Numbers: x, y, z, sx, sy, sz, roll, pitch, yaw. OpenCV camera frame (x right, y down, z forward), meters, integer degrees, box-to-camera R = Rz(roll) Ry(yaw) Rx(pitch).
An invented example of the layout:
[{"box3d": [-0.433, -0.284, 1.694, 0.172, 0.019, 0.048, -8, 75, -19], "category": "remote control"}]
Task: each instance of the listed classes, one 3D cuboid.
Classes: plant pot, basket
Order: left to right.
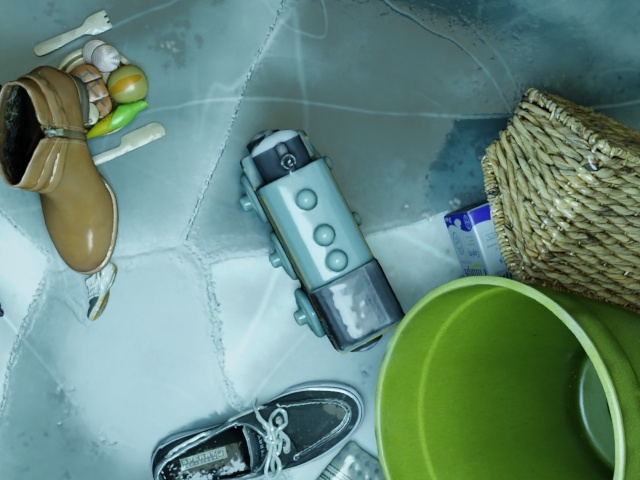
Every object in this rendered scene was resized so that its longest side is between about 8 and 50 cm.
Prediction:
[{"box3d": [0.320, 0.219, 1.546, 0.353, 0.366, 0.366, -2, 90, -43], "category": "plant pot"}, {"box3d": [0.348, -0.054, 1.666, 0.299, 0.213, 0.223, 13, 114, -40], "category": "basket"}]

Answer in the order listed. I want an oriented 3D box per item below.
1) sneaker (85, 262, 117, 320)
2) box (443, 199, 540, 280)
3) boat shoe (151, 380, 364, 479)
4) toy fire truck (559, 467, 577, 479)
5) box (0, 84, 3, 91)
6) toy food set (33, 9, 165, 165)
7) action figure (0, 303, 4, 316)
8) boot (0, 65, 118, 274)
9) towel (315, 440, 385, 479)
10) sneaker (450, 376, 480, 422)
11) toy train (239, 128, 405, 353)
[{"box3d": [-0.307, 0.068, 1.684, 0.037, 0.032, 0.083, 18, 82, 6], "category": "sneaker"}, {"box3d": [0.240, 0.015, 1.710, 0.072, 0.126, 0.137, -21, 92, -9], "category": "box"}, {"box3d": [-0.082, 0.271, 1.673, 0.306, 0.105, 0.113, -12, 91, -8], "category": "boat shoe"}, {"box3d": [0.205, 0.355, 1.682, 0.246, 0.158, 0.217, 28, 51, 15], "category": "toy fire truck"}, {"box3d": [-0.470, -0.150, 1.556, 0.159, 0.233, 0.044, -31, 91, -7], "category": "box"}, {"box3d": [-0.303, -0.207, 1.679, 0.132, 0.038, 0.192, -27, 93, -7], "category": "toy food set"}, {"box3d": [-0.558, 0.087, 1.594, 0.276, 0.141, 0.164, -15, 94, -24], "category": "action figure"}, {"box3d": [-0.337, -0.080, 1.569, 0.109, 0.220, 0.283, 1, 99, 5], "category": "boot"}, {"box3d": [0.072, 0.493, 1.728, 0.324, 0.056, 0.312, 39, 82, -4], "category": "towel"}, {"box3d": [0.209, 0.176, 1.711, 0.192, 0.086, 0.064, -50, 129, -24], "category": "sneaker"}, {"box3d": [0.000, 0.000, 1.644, 0.142, 0.190, 0.334, -26, 93, -8], "category": "toy train"}]
